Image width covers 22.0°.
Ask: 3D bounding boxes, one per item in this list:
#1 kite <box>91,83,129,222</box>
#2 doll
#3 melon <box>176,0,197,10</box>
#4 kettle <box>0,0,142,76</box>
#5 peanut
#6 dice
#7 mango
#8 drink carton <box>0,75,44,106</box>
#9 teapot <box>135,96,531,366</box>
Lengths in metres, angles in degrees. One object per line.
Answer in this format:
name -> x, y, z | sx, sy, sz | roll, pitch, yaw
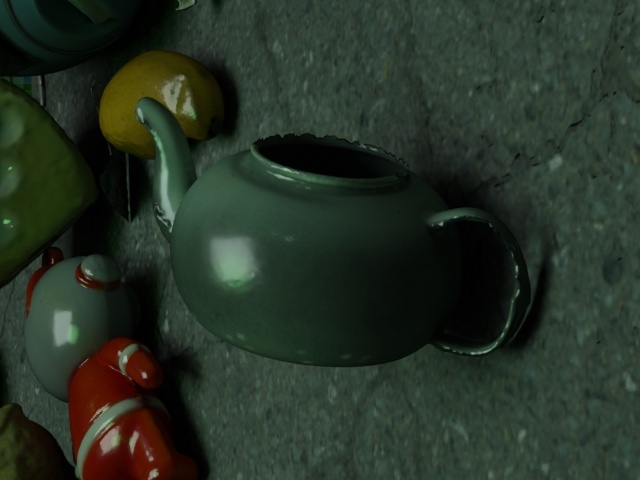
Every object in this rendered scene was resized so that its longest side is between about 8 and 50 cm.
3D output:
kite -> -0.202, -0.086, 1.594 | 0.137, 0.005, 0.152 | -82, -15, -63
doll -> -0.204, 0.128, 1.533 | 0.336, 0.105, 0.200 | 58, 138, 38
melon -> -0.116, -0.314, 1.462 | 0.139, 0.093, 0.202 | -23, 69, 50
kettle -> -0.277, -0.308, 1.639 | 0.342, 0.247, 0.319 | 23, 78, 54
peanut -> -0.278, 0.229, 1.584 | 0.214, 0.099, 0.099 | 82, 173, -54
dice -> -0.339, -0.049, 1.668 | 0.166, 0.169, 0.169 | 48, 161, -4
mango -> -0.147, -0.124, 1.493 | 0.190, 0.075, 0.098 | -4, 96, 59
drink carton -> -0.428, -0.141, 1.976 | 0.271, 0.108, 0.161 | -36, 54, 53
teapot -> 0.000, 0.000, 1.074 | 0.294, 0.193, 0.129 | 16, 110, 24
